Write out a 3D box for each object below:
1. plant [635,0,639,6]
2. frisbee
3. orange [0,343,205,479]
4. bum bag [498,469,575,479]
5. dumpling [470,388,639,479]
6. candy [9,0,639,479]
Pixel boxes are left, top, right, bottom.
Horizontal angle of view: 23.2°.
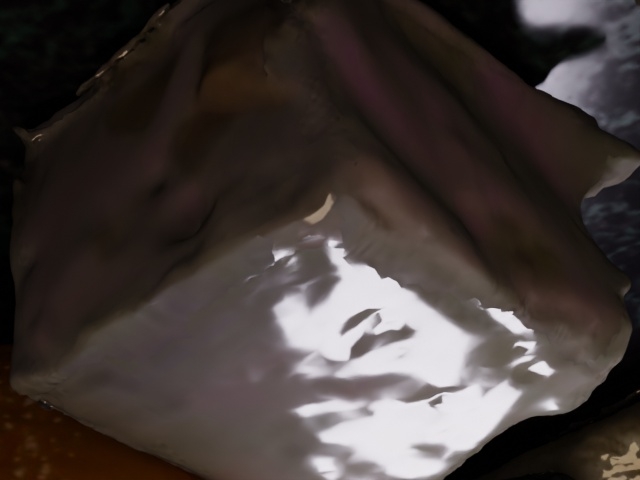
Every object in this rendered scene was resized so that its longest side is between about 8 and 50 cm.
[{"bbox_3d":[0.158,-0.146,0.424,0.129,0.132,0.194,8,145,-25],"label":"plant"},{"bbox_3d":[0.078,0.109,0.845,0.187,0.012,0.211,-7,143,-5],"label":"frisbee"},{"bbox_3d":[-0.129,0.217,0.652,0.341,0.340,0.293,28,172,-39],"label":"orange"},{"bbox_3d":[0.029,0.179,0.831,0.248,0.060,0.123,-5,118,19],"label":"bum bag"},{"bbox_3d":[0.196,0.140,0.845,0.332,0.086,0.166,-28,141,28],"label":"dumpling"},{"bbox_3d":[0.000,0.000,0.580,0.185,0.137,0.195,-33,135,29],"label":"candy"}]
